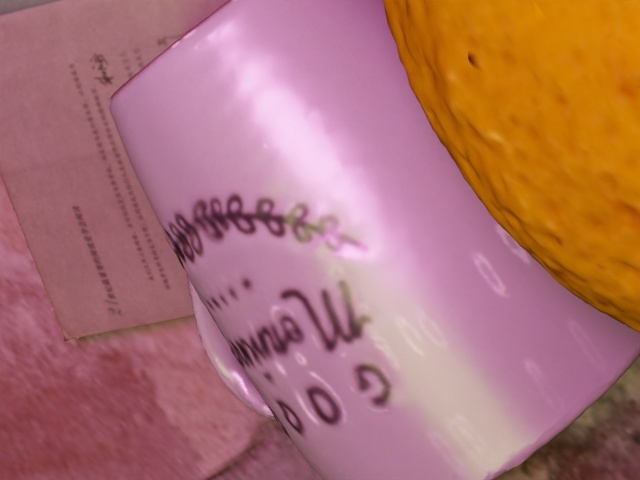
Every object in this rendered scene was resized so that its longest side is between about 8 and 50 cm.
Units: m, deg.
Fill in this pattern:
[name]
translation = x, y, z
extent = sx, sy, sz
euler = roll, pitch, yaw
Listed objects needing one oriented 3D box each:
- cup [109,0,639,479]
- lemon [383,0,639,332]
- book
[cup]
translation = 0.000, 0.000, 0.790
extent = 0.234, 0.186, 0.258
euler = 52, 140, -6
[lemon]
translation = 0.199, -0.113, 0.600
extent = 0.350, 0.350, 0.387
euler = -18, 105, 21
[book]
translation = -0.043, -0.060, 0.861
extent = 0.282, 0.025, 0.215
euler = -9, 114, 16
